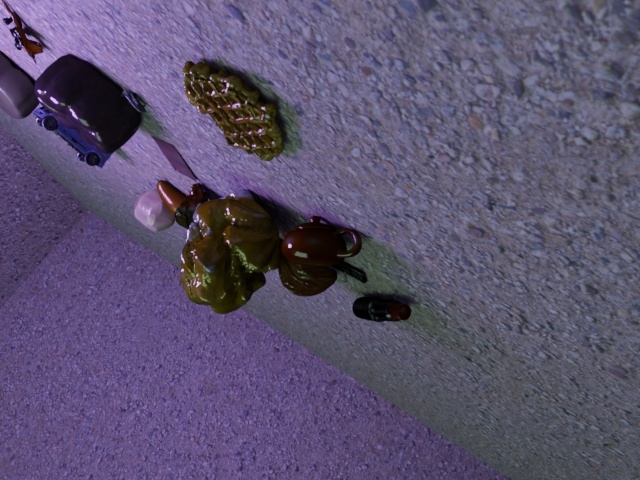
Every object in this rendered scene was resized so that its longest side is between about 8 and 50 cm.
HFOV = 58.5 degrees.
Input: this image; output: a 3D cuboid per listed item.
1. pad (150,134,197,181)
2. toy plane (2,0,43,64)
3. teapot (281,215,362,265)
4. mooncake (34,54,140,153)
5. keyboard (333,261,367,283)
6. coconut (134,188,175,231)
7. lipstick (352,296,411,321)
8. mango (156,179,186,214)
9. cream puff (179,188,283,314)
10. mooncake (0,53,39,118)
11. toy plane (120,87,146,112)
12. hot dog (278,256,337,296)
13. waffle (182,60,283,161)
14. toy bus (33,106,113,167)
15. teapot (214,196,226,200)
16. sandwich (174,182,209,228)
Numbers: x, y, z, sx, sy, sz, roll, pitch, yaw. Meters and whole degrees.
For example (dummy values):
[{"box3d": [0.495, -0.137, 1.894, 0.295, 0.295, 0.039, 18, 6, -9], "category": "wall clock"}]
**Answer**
[{"box3d": [-0.481, -0.270, 1.885, 0.113, 0.006, 0.188, 27, 159, 29], "category": "pad"}, {"box3d": [-0.888, -0.610, 1.671, 0.135, 0.062, 0.188, 55, 176, 40], "category": "toy plane"}, {"box3d": [0.000, 0.000, 1.520, 0.251, 0.135, 0.178, -3, 177, 36], "category": "teapot"}, {"box3d": [-0.701, -0.401, 1.722, 0.306, 0.154, 0.306, 34, 164, 11], "category": "mooncake"}, {"box3d": [0.041, 0.070, 1.766, 0.231, 0.023, 0.072, 28, 163, 24], "category": "keyboard"}, {"box3d": [-0.675, -0.118, 2.384, 0.182, 0.171, 0.171, 33, 163, 15], "category": "coconut"}, {"box3d": [0.189, 0.214, 1.766, 0.081, 0.081, 0.299, 40, 162, -15], "category": "lipstick"}, {"box3d": [-0.568, -0.155, 2.216, 0.184, 0.085, 0.102, 43, 161, -4], "category": "mango"}, {"box3d": [-0.242, 0.043, 1.704, 0.275, 0.379, 0.378, 10, 156, 12], "category": "cream puff"}, {"box3d": [-1.195, -0.594, 2.168, 0.274, 0.135, 0.275, 33, 159, 14], "category": "mooncake"}, {"box3d": [-0.525, -0.393, 1.608, 0.083, 0.031, 0.078, 40, 162, -12], "category": "toy plane"}, {"box3d": [-0.049, 0.099, 1.786, 0.196, 0.122, 0.272, 32, 163, 2], "category": "hot dog"}, {"box3d": [-0.192, -0.279, 1.254, 0.291, 0.051, 0.291, 32, 163, 11], "category": "waffle"}, {"box3d": [-0.920, -0.406, 2.142, 0.125, 0.133, 0.292, 24, 162, 48], "category": "toy bus"}, {"box3d": [-0.321, -0.052, 1.941, 0.158, 0.159, 0.232, 28, 134, 23], "category": "teapot"}, {"box3d": [-0.424, -0.100, 1.981, 0.079, 0.159, 0.235, 16, 162, 4], "category": "sandwich"}]
